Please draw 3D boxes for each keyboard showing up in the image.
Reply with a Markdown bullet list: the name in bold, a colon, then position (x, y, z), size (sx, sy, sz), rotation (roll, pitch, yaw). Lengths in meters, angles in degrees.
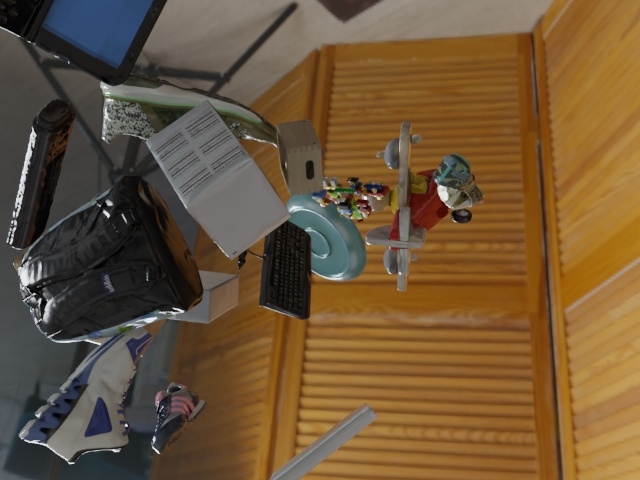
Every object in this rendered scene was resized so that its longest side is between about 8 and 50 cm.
- **keyboard**: position (-0.110, 0.043, 1.704), size (0.201, 0.317, 0.033), rotation (20, 125, -16)

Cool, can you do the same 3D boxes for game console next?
- **game console**: position (-0.368, -0.424, 1.111), size (0.173, 0.293, 0.250), rotation (30, -175, 17)

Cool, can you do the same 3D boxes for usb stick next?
- **usb stick**: position (-0.415, -0.089, 1.073), size (0.045, 0.077, 0.278), rotation (32, 132, -3)

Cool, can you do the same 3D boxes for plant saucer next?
- **plant saucer**: position (0.000, 0.000, 2.201), size (0.317, 0.043, 0.318), rotation (28, 139, 27)

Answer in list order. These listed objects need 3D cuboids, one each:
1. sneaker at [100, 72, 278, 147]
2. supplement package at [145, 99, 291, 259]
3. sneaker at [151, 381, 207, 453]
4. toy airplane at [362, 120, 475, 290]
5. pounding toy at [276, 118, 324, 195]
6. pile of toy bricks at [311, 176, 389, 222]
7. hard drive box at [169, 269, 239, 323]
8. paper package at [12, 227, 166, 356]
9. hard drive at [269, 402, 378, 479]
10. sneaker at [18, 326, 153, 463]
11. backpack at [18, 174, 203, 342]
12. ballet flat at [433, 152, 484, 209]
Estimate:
- **sneaker**: position (-0.287, -0.239, 1.586), size (0.410, 0.182, 0.158), rotation (14, -168, -10)
- **supplement package**: position (-0.192, -0.115, 1.388), size (0.149, 0.203, 0.194), rotation (-36, 144, -2)
- **sneaker**: position (-0.427, 0.491, 2.045), size (0.131, 0.112, 0.319), rotation (39, -173, 2)
- **toy airplane**: position (0.220, -0.081, 1.968), size (0.272, 0.386, 0.384), rotation (18, 172, 30)
- **pounding toy**: position (-0.029, -0.165, 1.500), size (0.100, 0.130, 0.141), rotation (-10, 128, -8)
- **pile of toy bricks**: position (0.081, -0.092, 1.900), size (0.212, 0.118, 0.105), rotation (8, 138, 38)
- **hard drive box**: position (-0.338, 0.143, 1.945), size (0.181, 0.089, 0.232), rotation (5, -172, 13)
- **paper package**: position (-0.616, 0.138, 1.995), size (0.324, 0.168, 0.310), rotation (11, 139, 22)
- **hard drive**: position (0.008, 0.522, 1.845), size (0.307, 0.040, 0.203), rotation (-36, 172, -6)
- **sneaker**: position (-0.450, 0.339, 1.532), size (0.182, 0.315, 0.127), rotation (47, 155, -13)
- **backpack**: position (-0.432, 0.066, 1.464), size (0.355, 0.290, 0.273), rotation (-27, 179, 10)
- **ballet flat**: position (0.222, -0.086, 1.198), size (0.070, 0.070, 0.188), rotation (-7, 161, 22)
